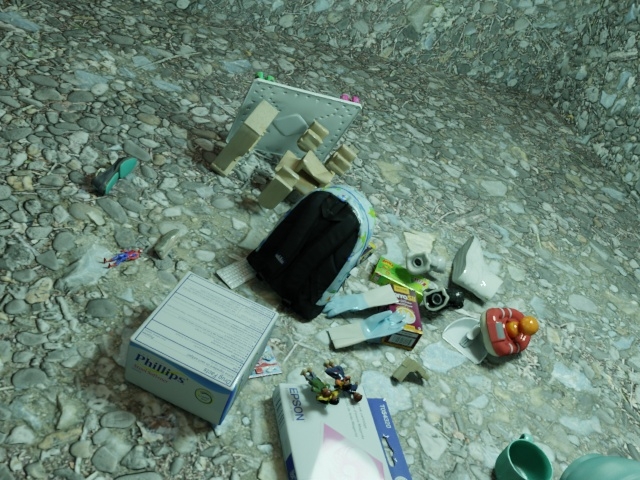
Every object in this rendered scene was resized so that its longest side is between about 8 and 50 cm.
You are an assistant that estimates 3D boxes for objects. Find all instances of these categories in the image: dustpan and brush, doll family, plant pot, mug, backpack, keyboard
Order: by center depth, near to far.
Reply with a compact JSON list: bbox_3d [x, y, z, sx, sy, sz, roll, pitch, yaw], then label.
[{"bbox_3d":[0.716,0.653,1.616,0.293,0.293,0.196,9,14,-20],"label":"plant pot"},{"bbox_3d":[0.035,0.360,1.622,0.193,0.076,0.111,-11,42,-45],"label":"doll family"},{"bbox_3d":[0.527,0.593,1.699,0.158,0.097,0.129,-16,52,-42],"label":"mug"},{"bbox_3d":[0.000,0.000,1.900,0.290,0.355,0.273,42,36,18],"label":"backpack"},{"bbox_3d":[-0.203,0.075,1.984,0.072,0.014,0.256,40,40,19],"label":"keyboard"},{"bbox_3d":[0.498,0.284,2.086,0.147,0.060,0.211,38,39,17],"label":"dustpan and brush"}]

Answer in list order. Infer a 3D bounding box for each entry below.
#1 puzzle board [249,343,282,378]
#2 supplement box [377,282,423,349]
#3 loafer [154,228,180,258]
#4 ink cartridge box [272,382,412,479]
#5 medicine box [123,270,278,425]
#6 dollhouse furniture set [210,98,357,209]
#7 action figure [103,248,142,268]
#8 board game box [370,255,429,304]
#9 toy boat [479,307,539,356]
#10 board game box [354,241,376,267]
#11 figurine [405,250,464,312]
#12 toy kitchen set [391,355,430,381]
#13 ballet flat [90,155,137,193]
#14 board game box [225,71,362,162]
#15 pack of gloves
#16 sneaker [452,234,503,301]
[{"bbox_3d":[-0.173,0.316,1.712,0.128,0.011,0.096,-2,45,-32],"label":"puzzle board"},{"bbox_3d":[0.239,0.230,1.989,0.104,0.081,0.188,15,38,-13],"label":"supplement box"},{"bbox_3d":[-0.446,0.010,1.915,0.045,0.039,0.125,-2,29,19],"label":"loafer"},{"bbox_3d":[0.069,0.497,1.584,0.330,0.071,0.324,5,41,-22],"label":"ink cartridge box"},{"bbox_3d":[-0.286,0.254,1.599,0.263,0.149,0.289,25,38,5],"label":"medicine box"},{"bbox_3d":[-0.138,-0.247,2.268,0.394,0.256,0.362,39,46,-11],"label":"dollhouse furniture set"},{"bbox_3d":[-0.544,0.044,1.820,0.038,0.030,0.115,38,37,25],"label":"action figure"},{"bbox_3d":[0.262,0.130,2.153,0.181,0.043,0.092,26,36,1],"label":"board game box"},{"bbox_3d":[0.605,0.275,2.033,0.231,0.151,0.151,7,69,-53],"label":"toy boat"},{"bbox_3d":[0.080,0.011,2.193,0.170,0.048,0.141,38,37,18],"label":"board game box"},{"bbox_3d":[0.385,0.129,2.139,0.209,0.092,0.215,7,54,-57],"label":"figurine"},{"bbox_3d":[0.250,0.380,1.864,0.083,0.075,0.068,48,-12,-23],"label":"toy kitchen set"},{"bbox_3d":[-0.650,-0.217,2.042,0.074,0.074,0.203,25,39,0],"label":"ballet flat"},{"bbox_3d":[-0.105,-0.430,2.347,0.390,0.390,0.050,10,62,-19],"label":"board game box"},{"bbox_3d":[0.126,0.206,1.909,0.232,0.046,0.195,-13,41,-9],"label":"pack of gloves"},{"bbox_3d":[0.563,0.108,2.318,0.169,0.108,0.292,37,35,-5],"label":"sneaker"}]
